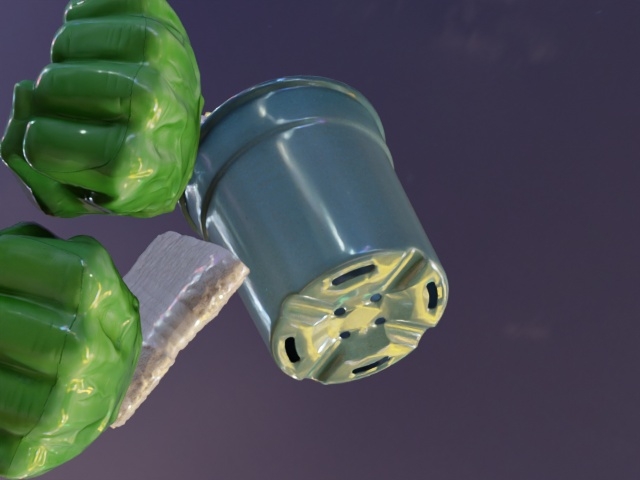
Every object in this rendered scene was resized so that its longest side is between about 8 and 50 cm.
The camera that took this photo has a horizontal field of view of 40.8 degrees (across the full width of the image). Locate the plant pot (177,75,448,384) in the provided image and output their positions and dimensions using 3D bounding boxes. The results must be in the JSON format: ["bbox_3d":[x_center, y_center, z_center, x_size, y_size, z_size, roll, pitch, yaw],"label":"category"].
[{"bbox_3d":[0.000,0.000,1.228,0.334,0.341,0.341,62,-40,41],"label":"plant pot"}]

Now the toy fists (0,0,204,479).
[{"bbox_3d":[-0.136,-0.008,0.486,0.096,0.142,0.279,16,-100,-4],"label":"toy fists"}]

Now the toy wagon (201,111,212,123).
[{"bbox_3d":[-0.090,-0.120,1.522,0.267,0.344,0.068,16,-100,33],"label":"toy wagon"}]

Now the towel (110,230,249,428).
[{"bbox_3d":[-0.173,0.078,0.859,0.049,0.187,0.282,42,-10,-19],"label":"towel"}]
